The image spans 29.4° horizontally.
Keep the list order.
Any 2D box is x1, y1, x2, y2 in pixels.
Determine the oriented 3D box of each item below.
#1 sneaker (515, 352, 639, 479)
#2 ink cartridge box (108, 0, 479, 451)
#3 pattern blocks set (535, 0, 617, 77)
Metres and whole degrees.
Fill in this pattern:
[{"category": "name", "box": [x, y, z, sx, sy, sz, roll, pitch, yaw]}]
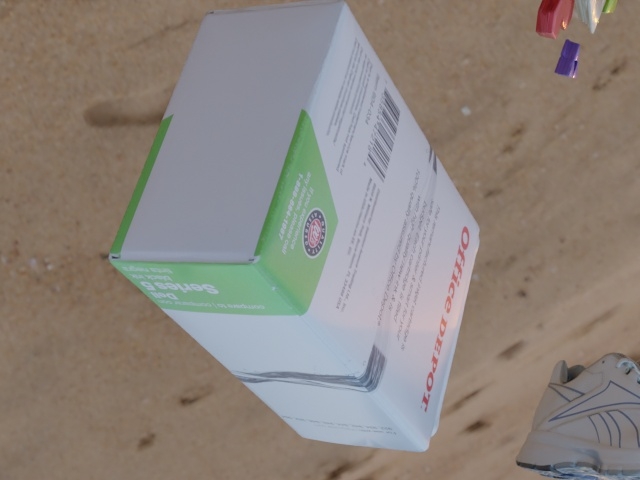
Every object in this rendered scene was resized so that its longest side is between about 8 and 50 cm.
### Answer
[{"category": "sneaker", "box": [0.289, 0.165, 1.127, 0.111, 0.129, 0.297, 18, 167, -28]}, {"category": "ink cartridge box", "box": [0.000, 0.000, 0.840, 0.115, 0.198, 0.273, 0, 148, 29]}, {"category": "pattern blocks set", "box": [0.307, -0.333, 1.314, 0.285, 0.026, 0.324, 31, 75, -68]}]
